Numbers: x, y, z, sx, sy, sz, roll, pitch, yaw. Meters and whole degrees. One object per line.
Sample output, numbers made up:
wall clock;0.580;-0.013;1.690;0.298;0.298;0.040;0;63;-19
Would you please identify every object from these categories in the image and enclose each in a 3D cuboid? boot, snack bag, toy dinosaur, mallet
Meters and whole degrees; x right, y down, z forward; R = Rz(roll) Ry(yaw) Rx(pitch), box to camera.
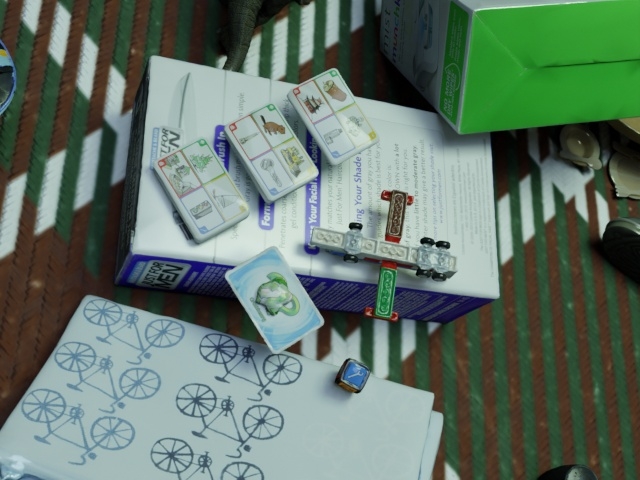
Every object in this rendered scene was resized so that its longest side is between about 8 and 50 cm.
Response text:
boot;0.425;-0.034;0.978;0.190;0.076;0.208;37;67;-19
snack bag;-0.093;0.203;0.599;0.323;0.037;0.342;17;45;5
toy dinosaur;-0.045;-0.280;0.840;0.121;0.160;0.313;45;60;0
mallet;0.162;0.243;0.793;0.190;0.062;0.039;-8;71;-8

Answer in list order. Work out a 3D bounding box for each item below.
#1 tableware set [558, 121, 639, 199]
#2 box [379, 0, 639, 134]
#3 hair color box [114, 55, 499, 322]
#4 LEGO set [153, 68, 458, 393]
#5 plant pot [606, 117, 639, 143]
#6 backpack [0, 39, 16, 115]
tableware set;0.346;-0.131;1.015;0.141;0.020;0.168;18;65;-14
box;0.220;-0.216;0.861;0.262;0.126;0.231;-7;34;-13
hair color box;-0.008;-0.037;0.791;0.339;0.110;0.185;9;68;-20
LEGO set;0.000;0.000;0.709;0.182;0.060;0.244;-31;82;-16
plant pot;0.403;-0.184;1.025;0.236;0.032;0.236;10;52;-14
backpack;-0.343;-0.118;0.684;0.173;0.117;0.158;-39;87;-28
